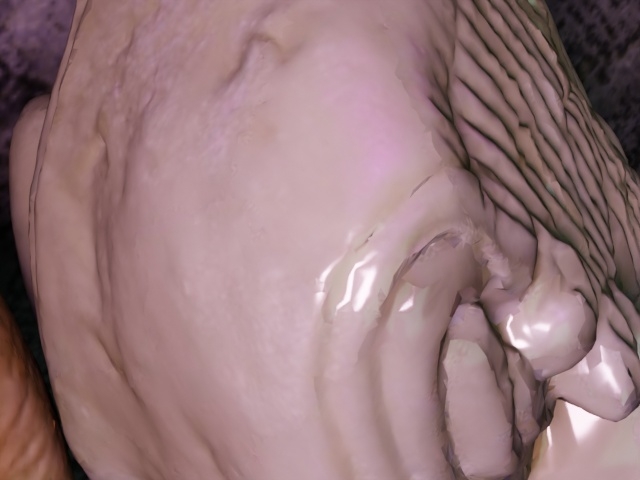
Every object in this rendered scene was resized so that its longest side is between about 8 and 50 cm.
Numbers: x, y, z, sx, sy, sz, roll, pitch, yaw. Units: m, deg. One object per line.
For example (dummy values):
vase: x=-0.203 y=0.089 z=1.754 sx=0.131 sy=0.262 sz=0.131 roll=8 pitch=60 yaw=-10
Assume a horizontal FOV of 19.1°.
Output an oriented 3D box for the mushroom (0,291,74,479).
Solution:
mushroom: x=-0.227 y=0.079 z=0.753 sx=0.397 sy=0.224 sz=0.313 roll=17 pitch=93 yaw=-58

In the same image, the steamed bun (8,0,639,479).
steamed bun: x=0.000 y=0.000 z=0.808 sx=0.247 sy=0.352 sz=0.339 roll=-25 pitch=138 yaw=17
